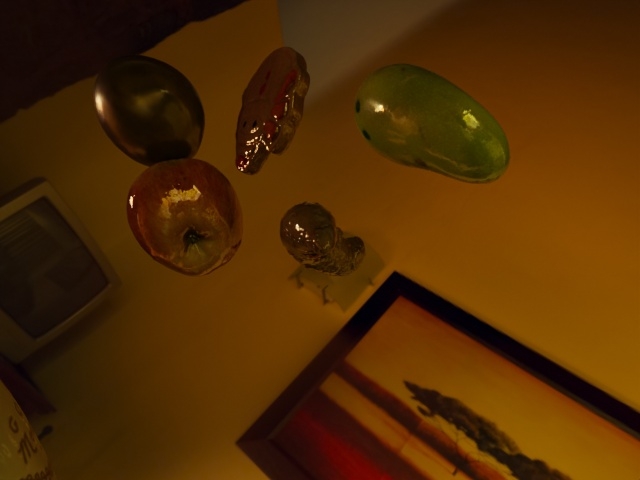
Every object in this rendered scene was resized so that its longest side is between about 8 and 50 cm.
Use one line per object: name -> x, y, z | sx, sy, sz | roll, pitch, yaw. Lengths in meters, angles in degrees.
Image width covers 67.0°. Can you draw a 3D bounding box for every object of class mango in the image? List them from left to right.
mango -> 0.164, -0.180, 0.758 | 0.293, 0.143, 0.175 | 41, -5, 42

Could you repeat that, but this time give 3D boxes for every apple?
apple -> -0.329, -0.047, 1.224 | 0.309, 0.277, 0.250 | 25, 35, -55

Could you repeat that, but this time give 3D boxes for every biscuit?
biscuit -> -0.157, -0.376, 1.412 | 0.074, 0.382, 0.358 | 21, 3, -33

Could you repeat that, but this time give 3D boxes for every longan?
longan -> -0.431, -0.320, 1.221 | 0.300, 0.243, 0.301 | 31, -45, 36

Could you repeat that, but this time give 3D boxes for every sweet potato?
sweet potato -> -0.002, -0.001, 0.774 | 0.123, 0.098, 0.310 | 17, -5, 15

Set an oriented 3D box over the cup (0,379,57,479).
cup -> -0.431, 0.264, 0.571 | 0.258, 0.186, 0.234 | 26, -40, 49
